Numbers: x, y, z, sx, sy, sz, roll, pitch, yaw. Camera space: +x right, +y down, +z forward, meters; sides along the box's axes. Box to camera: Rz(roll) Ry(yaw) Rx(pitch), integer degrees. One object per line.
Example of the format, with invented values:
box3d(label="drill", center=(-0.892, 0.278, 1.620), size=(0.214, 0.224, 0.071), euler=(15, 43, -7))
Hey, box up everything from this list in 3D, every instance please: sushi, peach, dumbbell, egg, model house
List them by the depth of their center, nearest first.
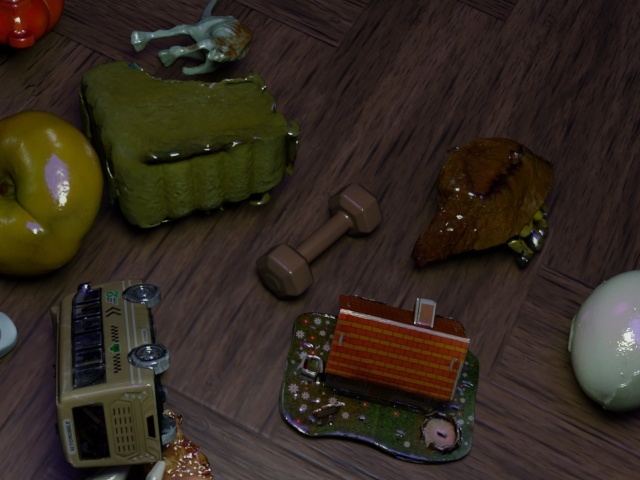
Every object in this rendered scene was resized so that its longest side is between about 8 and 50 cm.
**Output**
box3d(label="model house", center=(0.099, 0.184, 1.495), size=(0.294, 0.154, 0.207), euler=(13, 55, -1))
box3d(label="peach", center=(-0.430, -0.066, 1.530), size=(0.251, 0.153, 0.251), euler=(-4, 82, 27))
box3d(label="egg", center=(0.465, 0.158, 1.552), size=(0.183, 0.183, 0.217), euler=(26, 52, 8))
box3d(label="dumbbell", center=(0.000, 0.000, 1.640), size=(0.231, 0.092, 0.082), euler=(-41, 99, -28))
box3d(label="sushi", center=(0.277, -0.060, 1.693), size=(0.167, 0.179, 0.296), euler=(10, 36, 25))

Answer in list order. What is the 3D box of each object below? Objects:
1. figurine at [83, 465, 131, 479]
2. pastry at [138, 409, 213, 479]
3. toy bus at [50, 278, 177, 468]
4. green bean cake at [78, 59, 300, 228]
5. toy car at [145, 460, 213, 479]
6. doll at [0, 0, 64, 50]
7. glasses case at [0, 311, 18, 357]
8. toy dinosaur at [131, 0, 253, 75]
box3d(label="figurine", center=(-0.295, 0.368, 1.312), size=(0.103, 0.205, 0.260), euler=(48, 55, -25))
box3d(label="pastry", center=(-0.202, 0.314, 1.419), size=(0.087, 0.063, 0.169), euler=(-24, 60, -21))
box3d(label="toy bus", center=(-0.282, 0.171, 1.390), size=(0.157, 0.139, 0.289), euler=(-6, 29, -10))
box3d(label="green bean cake", center=(-0.214, -0.162, 1.658), size=(0.310, 0.202, 0.285), euler=(-12, 48, -17))
box3d(label="toy car", center=(-0.170, 0.411, 1.240), size=(0.212, 0.180, 0.270), euler=(39, 54, -23))
box3d(label="doll", center=(-0.532, -0.424, 1.770), size=(0.183, 0.160, 0.363), euler=(-8, 41, -17))
box3d(label="glasses case", center=(-0.516, 0.165, 1.470), size=(0.178, 0.045, 0.067), euler=(-35, 69, -27))
box3d(label="toy dinosaur", center=(-0.206, -0.354, 1.800), size=(0.205, 0.092, 0.393), euler=(-8, 23, 13))
